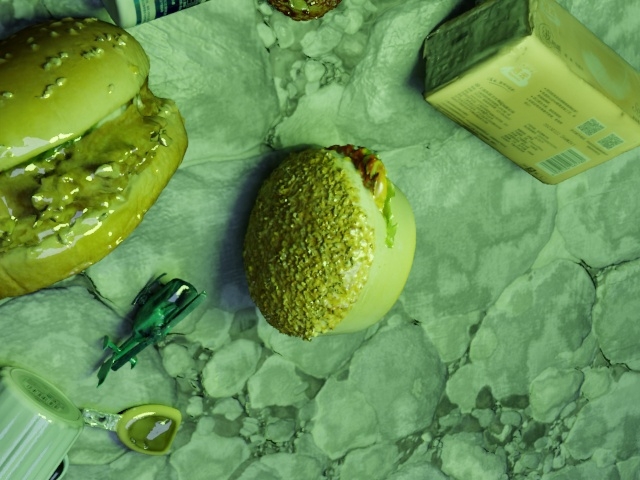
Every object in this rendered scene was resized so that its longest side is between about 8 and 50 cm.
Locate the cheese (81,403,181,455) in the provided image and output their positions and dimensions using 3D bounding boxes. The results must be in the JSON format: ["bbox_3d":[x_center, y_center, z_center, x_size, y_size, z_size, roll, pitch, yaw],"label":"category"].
[{"bbox_3d":[-0.302,0.288,1.607,0.162,0.036,0.086,19,102,-32],"label":"cheese"}]

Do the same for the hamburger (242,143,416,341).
[{"bbox_3d":[0.000,0.000,1.480,0.179,0.276,0.294,17,94,-38],"label":"hamburger"}]

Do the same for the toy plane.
[{"bbox_3d":[-0.254,0.129,1.524,0.235,0.096,0.060,-41,123,18],"label":"toy plane"}]

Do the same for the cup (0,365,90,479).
[{"bbox_3d":[-0.454,0.299,1.491,0.167,0.221,0.202,38,91,0],"label":"cup"}]

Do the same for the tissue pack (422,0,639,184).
[{"bbox_3d":[0.334,-0.263,1.569,0.305,0.238,0.238,28,99,-32],"label":"tissue pack"}]

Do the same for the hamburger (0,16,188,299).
[{"bbox_3d":[-0.358,-0.093,1.257,0.445,0.287,0.268,-30,121,-15],"label":"hamburger"}]

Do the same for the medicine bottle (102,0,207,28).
[{"bbox_3d":[-0.188,-0.351,1.316,0.191,0.107,0.107,-24,121,-17],"label":"medicine bottle"}]

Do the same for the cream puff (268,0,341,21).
[{"bbox_3d":[-0.013,-0.371,1.408,0.149,0.084,0.149,-10,117,-19],"label":"cream puff"}]
